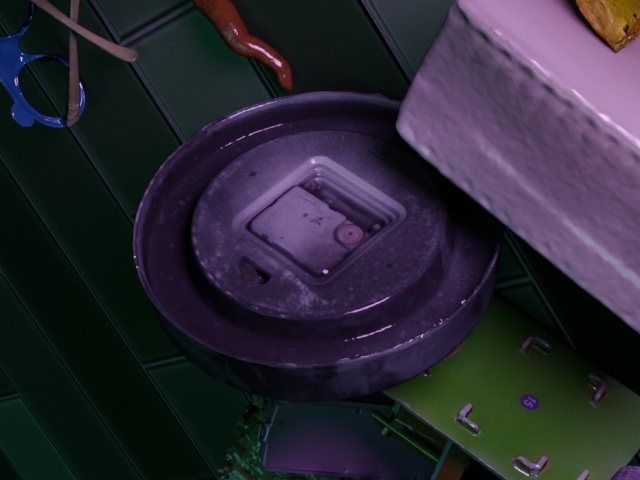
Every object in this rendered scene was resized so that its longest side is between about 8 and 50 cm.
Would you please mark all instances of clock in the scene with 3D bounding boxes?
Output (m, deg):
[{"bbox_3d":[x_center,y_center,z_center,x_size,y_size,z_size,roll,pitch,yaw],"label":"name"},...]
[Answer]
[{"bbox_3d":[0.000,0.000,1.680,0.386,0.386,0.076,28,147,29],"label":"clock"}]

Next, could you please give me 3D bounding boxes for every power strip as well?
[{"bbox_3d":[0.059,0.236,1.959,0.037,0.279,0.109,-113,33,-65],"label":"power strip"}]

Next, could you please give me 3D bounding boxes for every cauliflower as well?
[{"bbox_3d":[-0.026,0.252,2.111,0.272,0.275,0.250,62,-179,-46],"label":"cauliflower"}]

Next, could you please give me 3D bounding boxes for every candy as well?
[{"bbox_3d":[0.257,-0.091,1.510,0.359,0.145,0.208,40,143,13],"label":"candy"}]

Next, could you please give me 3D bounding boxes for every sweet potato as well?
[{"bbox_3d":[-0.096,-0.238,1.853,0.179,0.044,0.044,44,145,9],"label":"sweet potato"}]

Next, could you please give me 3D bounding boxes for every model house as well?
[{"bbox_3d":[0.140,0.288,1.822,0.300,0.340,0.323,34,141,17],"label":"model house"}]

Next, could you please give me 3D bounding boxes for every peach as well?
[{"bbox_3d":[0.276,-0.249,1.387,0.127,0.092,0.172,31,153,33],"label":"peach"}]

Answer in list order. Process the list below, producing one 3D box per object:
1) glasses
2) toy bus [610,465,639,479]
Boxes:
[{"bbox_3d":[-0.328,-0.264,2.075,0.207,0.102,0.239,-14,113,23],"label":"glasses"},{"bbox_3d":[0.404,0.325,1.691,0.233,0.203,0.427,36,142,17],"label":"toy bus"}]
